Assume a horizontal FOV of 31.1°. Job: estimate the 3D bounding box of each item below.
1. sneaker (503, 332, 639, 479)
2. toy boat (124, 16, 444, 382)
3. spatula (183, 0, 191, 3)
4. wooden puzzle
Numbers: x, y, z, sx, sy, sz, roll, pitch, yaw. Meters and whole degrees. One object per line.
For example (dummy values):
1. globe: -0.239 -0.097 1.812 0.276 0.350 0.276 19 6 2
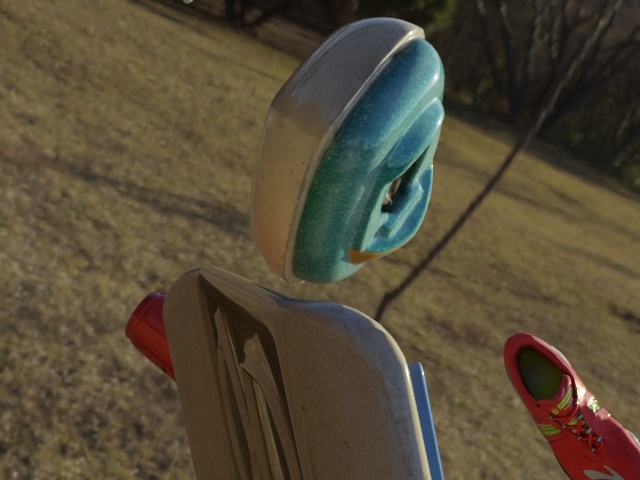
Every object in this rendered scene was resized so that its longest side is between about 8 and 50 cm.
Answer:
1. sneaker: 0.327 0.236 1.515 0.279 0.107 0.118 51 3 30
2. toy boat: 0.000 0.000 0.877 0.148 0.318 0.267 32 -21 12
3. spatula: -0.061 -0.316 0.880 0.168 0.242 0.019 51 -12 0
4. wooden puzzle: 0.011 0.172 0.578 0.080 0.322 0.348 -13 4 -16
